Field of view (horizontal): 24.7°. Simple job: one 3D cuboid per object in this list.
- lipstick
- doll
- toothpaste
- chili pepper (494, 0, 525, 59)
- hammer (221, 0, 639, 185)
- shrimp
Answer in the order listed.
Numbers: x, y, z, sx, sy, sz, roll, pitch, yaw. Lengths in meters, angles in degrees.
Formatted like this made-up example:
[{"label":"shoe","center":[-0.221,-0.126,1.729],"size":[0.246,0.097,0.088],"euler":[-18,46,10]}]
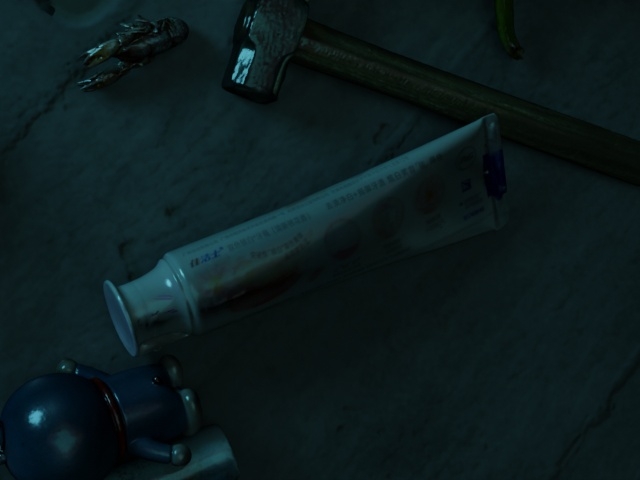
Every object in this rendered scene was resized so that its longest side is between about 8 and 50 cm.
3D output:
[{"label":"lipstick","center":[-0.137,0.184,1.056],"size":[0.158,0.048,0.048],"euler":[-23,98,-17]},{"label":"doll","center":[-0.162,0.130,1.029],"size":[0.152,0.085,0.114],"euler":[-18,54,-27]},{"label":"toothpaste","center":[0.000,0.000,1.087],"size":[0.323,0.066,0.100],"euler":[-21,120,-18]},{"label":"chili pepper","center":[0.189,-0.332,1.129],"size":[0.137,0.092,0.368],"euler":[29,85,-28]},{"label":"hammer","center":[0.106,-0.113,1.135],"size":[0.366,0.043,0.111],"euler":[18,85,-20]},{"label":"shrimp","center":[-0.138,-0.140,1.054],"size":[0.092,0.038,0.029],"euler":[-36,59,-13]}]
